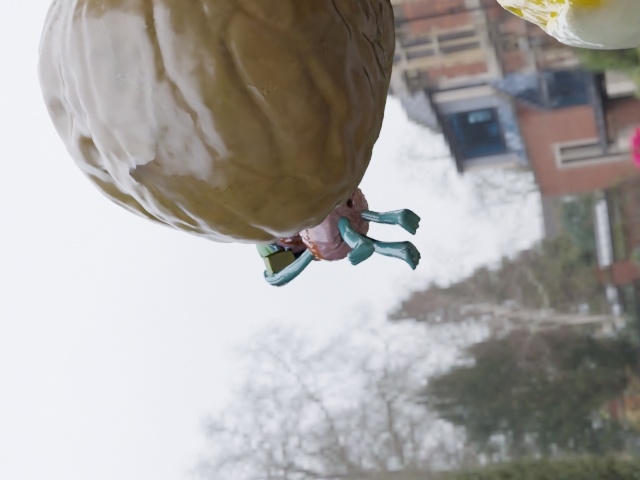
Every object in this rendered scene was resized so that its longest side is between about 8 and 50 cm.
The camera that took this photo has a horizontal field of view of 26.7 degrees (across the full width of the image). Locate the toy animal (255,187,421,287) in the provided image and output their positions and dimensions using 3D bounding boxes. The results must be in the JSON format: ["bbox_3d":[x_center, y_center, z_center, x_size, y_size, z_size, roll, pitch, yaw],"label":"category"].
[{"bbox_3d":[0.000,0.000,1.201,0.100,0.208,0.103,36,-106,-31],"label":"toy animal"}]

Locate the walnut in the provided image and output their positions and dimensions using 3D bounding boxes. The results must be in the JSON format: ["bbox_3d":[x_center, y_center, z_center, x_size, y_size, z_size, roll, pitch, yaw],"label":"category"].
[{"bbox_3d":[-0.056,-0.103,0.818,0.228,0.228,0.228,-7,-90,-75],"label":"walnut"}]

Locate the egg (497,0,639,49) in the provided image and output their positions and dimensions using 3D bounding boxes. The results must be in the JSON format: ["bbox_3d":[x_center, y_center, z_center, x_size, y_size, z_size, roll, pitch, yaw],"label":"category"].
[{"bbox_3d":[0.250,-0.330,1.189,0.345,0.283,0.283,-99,-8,-53],"label":"egg"}]
